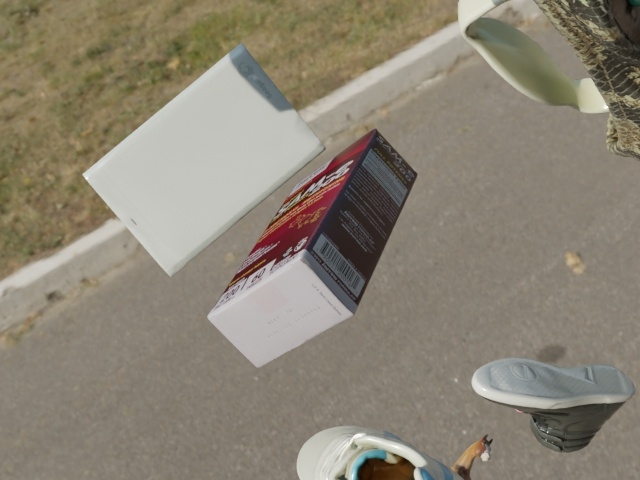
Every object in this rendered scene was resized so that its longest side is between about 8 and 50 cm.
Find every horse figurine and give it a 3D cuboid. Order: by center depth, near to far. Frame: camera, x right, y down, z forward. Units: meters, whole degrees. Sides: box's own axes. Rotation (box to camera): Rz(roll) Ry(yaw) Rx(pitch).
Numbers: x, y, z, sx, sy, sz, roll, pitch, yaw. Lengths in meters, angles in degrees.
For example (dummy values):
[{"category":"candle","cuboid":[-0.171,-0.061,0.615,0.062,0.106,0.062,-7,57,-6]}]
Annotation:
[{"category":"horse figurine","cuboid":[0.226,0.489,1.524,0.066,0.263,0.174,26,25,-2]}]

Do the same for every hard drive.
[{"category":"hard drive","cuboid":[-0.173,-0.120,1.265,0.307,0.203,0.040,-39,8,1]}]

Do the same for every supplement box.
[{"category":"supplement box","cuboid":[0.000,0.000,0.804,0.130,0.073,0.239,-33,16,35]}]

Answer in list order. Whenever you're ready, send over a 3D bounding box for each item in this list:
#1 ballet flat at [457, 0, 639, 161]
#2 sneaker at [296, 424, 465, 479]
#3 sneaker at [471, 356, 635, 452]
[{"category":"ballet flat","cuboid":[0.157,-0.169,0.515,0.182,0.483,0.164,-4,65,36]},{"category":"sneaker","cuboid":[0.043,0.191,0.685,0.228,0.092,0.087,1,55,58]},{"category":"sneaker","cuboid":[0.353,0.273,1.333,0.295,0.147,0.105,6,33,-24]}]
